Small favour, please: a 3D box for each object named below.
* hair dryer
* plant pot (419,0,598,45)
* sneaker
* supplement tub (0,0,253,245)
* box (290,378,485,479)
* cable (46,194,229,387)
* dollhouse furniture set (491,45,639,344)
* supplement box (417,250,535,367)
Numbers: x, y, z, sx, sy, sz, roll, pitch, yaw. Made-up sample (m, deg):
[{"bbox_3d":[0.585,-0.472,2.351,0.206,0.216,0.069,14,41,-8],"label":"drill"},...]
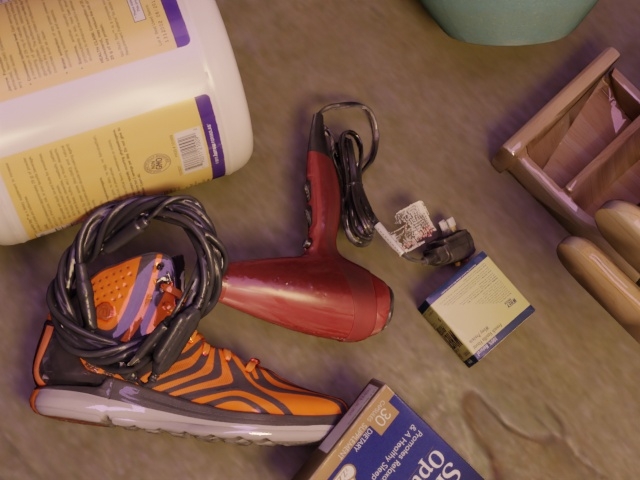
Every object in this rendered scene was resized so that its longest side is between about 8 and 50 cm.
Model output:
[{"bbox_3d":[0.000,0.000,1.271,0.293,0.080,0.224,-33,78,-37],"label":"hair dryer"},{"bbox_3d":[0.199,-0.314,1.300,0.290,0.290,0.195,-5,112,-6],"label":"plant pot"},{"bbox_3d":[-0.120,0.105,1.230,0.321,0.124,0.180,9,77,-2],"label":"sneaker"},{"bbox_3d":[-0.255,-0.136,1.216,0.331,0.241,0.241,-18,79,-8],"label":"supplement tub"},{"bbox_3d":[0.088,0.257,1.208,0.225,0.036,0.136,45,76,-22],"label":"box"},{"bbox_3d":[-0.171,0.035,1.168,0.150,0.047,0.184,31,93,15],"label":"cable"},{"bbox_3d":[0.350,-0.097,1.175,0.362,0.394,0.256,-43,83,-12],"label":"dollhouse furniture set"},{"bbox_3d":[0.162,0.072,1.294,0.083,0.056,0.083,-40,82,-12],"label":"supplement box"}]
